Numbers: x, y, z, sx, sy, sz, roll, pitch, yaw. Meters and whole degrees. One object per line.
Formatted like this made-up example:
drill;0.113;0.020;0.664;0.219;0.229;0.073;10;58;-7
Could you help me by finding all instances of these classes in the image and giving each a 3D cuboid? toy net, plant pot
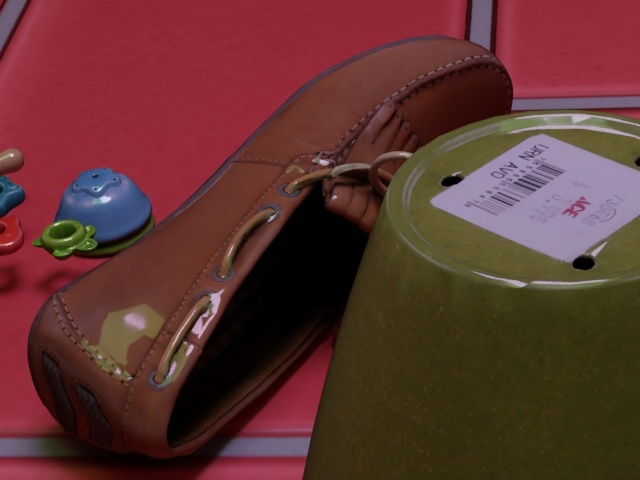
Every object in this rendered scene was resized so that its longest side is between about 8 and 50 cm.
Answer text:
toy net;-0.235;-0.018;1.301;0.232;0.045;0.122;6;36;21
plant pot;0.102;0.104;0.822;0.274;0.293;0.275;-4;33;3

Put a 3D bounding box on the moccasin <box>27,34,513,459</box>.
moccasin;0.000;-0.003;1.149;0.147;0.139;0.380;22;42;35
